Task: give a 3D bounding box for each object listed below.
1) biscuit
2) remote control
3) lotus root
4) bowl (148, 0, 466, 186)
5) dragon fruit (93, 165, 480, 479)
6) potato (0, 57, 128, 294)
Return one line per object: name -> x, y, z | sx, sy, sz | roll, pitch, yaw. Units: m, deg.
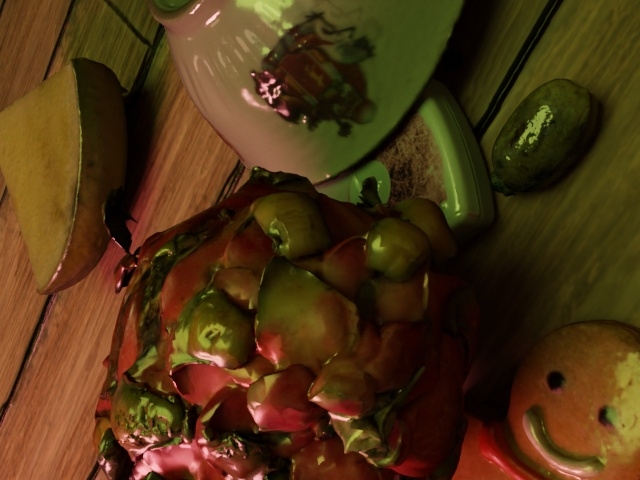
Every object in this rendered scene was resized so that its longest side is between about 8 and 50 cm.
biscuit -> 0.136, 0.199, 0.590 | 0.205, 0.049, 0.323 | 44, 114, 42
remote control -> 0.001, 0.000, 0.757 | 0.344, 0.050, 0.145 | -35, 60, 38
lotus root -> 0.154, -0.068, 0.600 | 0.099, 0.054, 0.049 | -54, 29, 26
bowl -> -0.043, -0.223, 0.721 | 0.337, 0.158, 0.337 | -23, 59, 46
dragon fruit -> -0.019, 0.070, 0.572 | 0.291, 0.250, 0.268 | 134, 139, -58
potato -> -0.313, -0.059, 1.064 | 0.269, 0.112, 0.255 | -17, 76, 48
